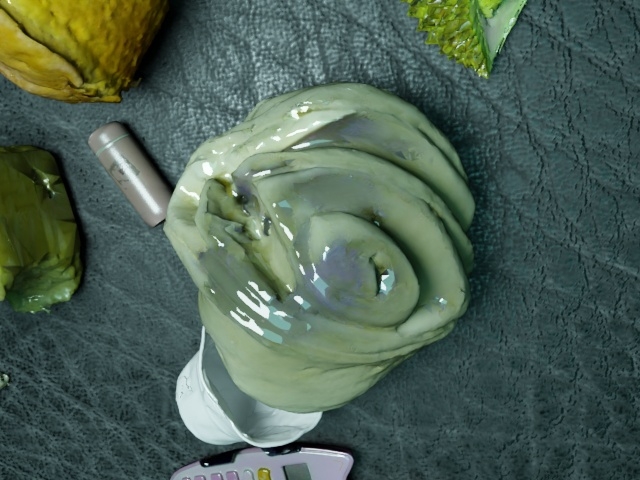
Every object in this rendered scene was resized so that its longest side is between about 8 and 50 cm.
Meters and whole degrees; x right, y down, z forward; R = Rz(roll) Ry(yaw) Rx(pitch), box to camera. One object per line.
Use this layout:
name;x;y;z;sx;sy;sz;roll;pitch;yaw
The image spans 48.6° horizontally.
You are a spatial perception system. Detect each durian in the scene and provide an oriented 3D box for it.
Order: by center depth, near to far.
durian;0.192;-0.369;0.766;0.169;0.158;0.351;16;107;-30

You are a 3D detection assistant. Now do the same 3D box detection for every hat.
hat;-0.102;0.180;0.891;0.203;0.203;0.126;49;128;-3

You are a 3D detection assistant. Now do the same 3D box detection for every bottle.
bottle;-0.237;-0.085;0.906;0.053;0.053;0.140;-34;94;14

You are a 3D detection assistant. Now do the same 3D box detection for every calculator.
calculator;-0.075;0.375;0.984;0.294;0.043;0.194;-13;100;15

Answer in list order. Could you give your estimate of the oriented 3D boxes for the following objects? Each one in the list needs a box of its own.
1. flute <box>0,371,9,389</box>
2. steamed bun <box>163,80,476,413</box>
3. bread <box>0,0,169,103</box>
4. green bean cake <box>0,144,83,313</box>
flute;-0.540;0.266;1.043;0.233;0.027;0.027;-39;93;15
steamed bun;0.000;0.000;0.767;0.352;0.247;0.339;-40;88;4
bread;-0.340;-0.303;0.756;0.358;0.337;0.204;38;84;1
green bean cake;-0.397;-0.002;0.855;0.124;0.236;0.232;-12;97;11
